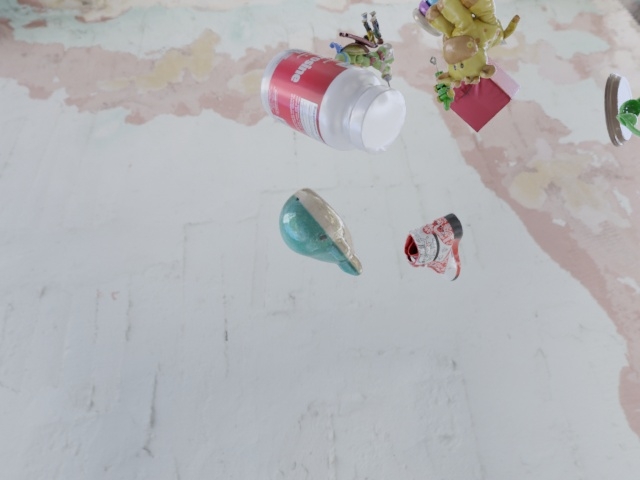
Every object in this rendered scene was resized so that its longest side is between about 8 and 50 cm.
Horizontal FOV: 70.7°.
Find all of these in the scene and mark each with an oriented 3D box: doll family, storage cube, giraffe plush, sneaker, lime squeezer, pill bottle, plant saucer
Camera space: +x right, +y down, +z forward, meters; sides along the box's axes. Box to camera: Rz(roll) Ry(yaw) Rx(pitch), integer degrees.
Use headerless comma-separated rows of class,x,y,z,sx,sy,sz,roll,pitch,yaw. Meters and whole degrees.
doll family,0.185,-0.746,1.613,0.075,0.111,0.193,-15,-144,21
storage cube,0.629,-0.573,1.764,0.193,0.184,0.215,43,-135,1
giraffe plush,0.333,-0.446,1.035,0.210,0.181,0.171,26,-103,-18
sneaker,0.303,0.042,1.237,0.144,0.270,0.090,-22,-127,-4
lime squeezer,0.863,-0.342,1.222,0.109,0.059,0.310,0,-138,50
pill bottle,0.031,-0.394,1.289,0.229,0.229,0.407,-37,-131,-24
plant saucer,1.134,-0.496,1.708,0.041,0.278,0.278,-2,-137,46

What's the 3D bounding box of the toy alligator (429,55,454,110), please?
toy alligator,0.414,-0.526,1.513,0.051,0.056,0.190,-10,-96,-37

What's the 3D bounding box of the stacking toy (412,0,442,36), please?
stacking toy,0.474,-0.892,1.574,0.141,0.330,0.141,22,-136,-22

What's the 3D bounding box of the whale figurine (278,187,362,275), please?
whale figurine,0.000,0.000,1.112,0.141,0.272,0.216,-39,-141,-1

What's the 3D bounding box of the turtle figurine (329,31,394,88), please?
turtle figurine,0.138,-0.541,1.485,0.275,0.197,0.266,51,-135,-7
